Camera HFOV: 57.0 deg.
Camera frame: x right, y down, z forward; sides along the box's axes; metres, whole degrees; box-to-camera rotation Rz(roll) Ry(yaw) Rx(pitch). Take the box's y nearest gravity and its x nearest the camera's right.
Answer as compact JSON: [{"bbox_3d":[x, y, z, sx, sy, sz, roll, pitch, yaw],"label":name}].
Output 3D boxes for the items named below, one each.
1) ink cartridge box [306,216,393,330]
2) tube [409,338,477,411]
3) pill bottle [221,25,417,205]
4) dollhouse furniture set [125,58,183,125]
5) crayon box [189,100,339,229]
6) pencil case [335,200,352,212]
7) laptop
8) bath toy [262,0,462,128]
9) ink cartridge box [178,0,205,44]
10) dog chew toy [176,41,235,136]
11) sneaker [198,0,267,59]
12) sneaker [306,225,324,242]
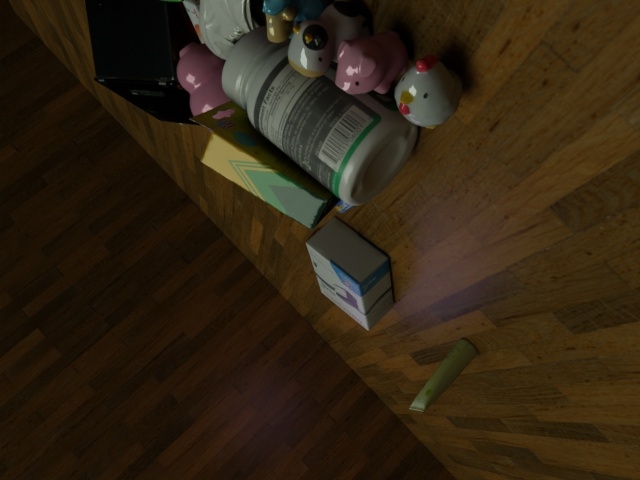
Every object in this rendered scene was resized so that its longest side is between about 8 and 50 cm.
[{"bbox_3d":[0.095,0.108,1.793,0.223,0.129,0.307,37,160,29],"label":"ink cartridge box"},{"bbox_3d":[0.335,0.373,1.610,0.062,0.240,0.070,32,158,36],"label":"tube"},{"bbox_3d":[-0.009,-0.248,1.133,0.361,0.204,0.204,42,162,21],"label":"pill bottle"},{"bbox_3d":[-0.542,-0.502,1.932,0.242,0.161,0.212,40,161,24],"label":"dollhouse furniture set"},{"bbox_3d":[-0.100,-0.167,1.219,0.318,0.202,0.081,32,121,6],"label":"crayon box"},{"bbox_3d":[-0.003,-0.205,1.350,0.306,0.119,0.133,49,143,-4],"label":"pencil case"},{"bbox_3d":[-0.452,-0.522,1.672,0.382,0.236,0.408,15,171,38],"label":"laptop"},{"bbox_3d":[0.064,-0.295,0.935,0.348,0.151,0.129,38,176,24],"label":"bath toy"},{"bbox_3d":[-0.318,-0.553,1.481,0.179,0.045,0.145,31,156,37],"label":"ink cartridge box"},{"bbox_3d":[-0.224,-0.334,1.449,0.332,0.206,0.206,52,163,-17],"label":"dog chew toy"},{"bbox_3d":[-0.168,-0.451,1.233,0.169,0.108,0.292,46,162,17],"label":"sneaker"},{"bbox_3d":[0.000,0.000,1.905,0.067,0.064,0.175,40,167,-10],"label":"sneaker"}]
